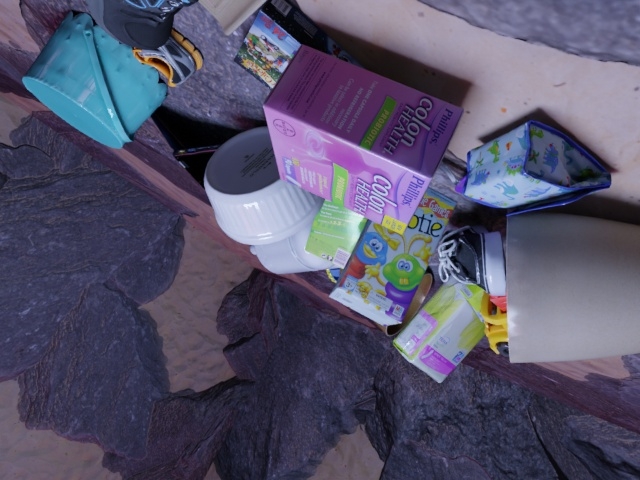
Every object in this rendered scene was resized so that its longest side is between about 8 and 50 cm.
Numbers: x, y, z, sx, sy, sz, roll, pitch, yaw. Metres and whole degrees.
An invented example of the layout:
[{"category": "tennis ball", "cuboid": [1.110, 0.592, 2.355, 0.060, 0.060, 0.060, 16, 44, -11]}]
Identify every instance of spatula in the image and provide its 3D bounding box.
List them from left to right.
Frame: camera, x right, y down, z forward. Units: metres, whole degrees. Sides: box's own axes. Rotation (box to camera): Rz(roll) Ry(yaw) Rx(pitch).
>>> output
[{"category": "spatula", "cuboid": [0.197, -0.137, 0.741, 0.296, 0.030, 0.084, 27, 168, 6]}]

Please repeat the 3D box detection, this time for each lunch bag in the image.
[{"category": "lunch bag", "cuboid": [0.305, -0.089, 0.601, 0.151, 0.096, 0.129, 14, 170, -18]}]

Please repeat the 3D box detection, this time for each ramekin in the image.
[{"category": "ramekin", "cuboid": [-0.128, -0.134, 0.921, 0.272, 0.273, 0.127, 20, 151, 30]}]

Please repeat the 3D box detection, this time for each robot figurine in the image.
[{"category": "robot figurine", "cuboid": [-0.058, -0.005, 1.251, 0.353, 0.200, 0.300, -12, 140, 45]}]

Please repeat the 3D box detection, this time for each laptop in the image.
[{"category": "laptop", "cuboid": [-0.279, -0.252, 1.258, 0.407, 0.236, 0.382, -5, 157, 11]}]

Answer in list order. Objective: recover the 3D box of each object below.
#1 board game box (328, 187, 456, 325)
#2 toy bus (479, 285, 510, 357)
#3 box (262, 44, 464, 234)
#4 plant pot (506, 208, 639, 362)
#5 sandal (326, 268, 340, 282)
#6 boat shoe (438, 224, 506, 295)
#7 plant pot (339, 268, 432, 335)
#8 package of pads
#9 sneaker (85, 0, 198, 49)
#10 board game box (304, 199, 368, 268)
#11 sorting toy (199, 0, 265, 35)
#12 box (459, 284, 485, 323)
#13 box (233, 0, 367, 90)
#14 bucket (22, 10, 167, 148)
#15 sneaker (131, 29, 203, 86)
[{"category": "board game box", "cuboid": [0.149, 0.022, 0.884, 0.142, 0.275, 0.144, 28, 165, 1]}, {"category": "toy bus", "cuboid": [0.455, 0.164, 0.986, 0.211, 0.149, 0.220, 34, 146, -17]}, {"category": "box", "cuboid": [0.057, -0.140, 0.642, 0.243, 0.117, 0.213, 25, 164, 8]}, {"category": "plant pot", "cuboid": [0.441, 0.072, 0.647, 0.274, 0.257, 0.256, -1, 153, 27]}, {"category": "sandal", "cuboid": [0.081, 0.081, 1.530, 0.138, 0.126, 0.317, 9, 157, 43]}, {"category": "boat shoe", "cuboid": [0.272, 0.026, 0.782, 0.104, 0.113, 0.306, -5, -166, 13]}, {"category": "plant pot", "cuboid": [0.191, 0.142, 1.374, 0.254, 0.237, 0.237, 34, 170, 30]}, {"category": "package of pads", "cuboid": [0.376, 0.256, 1.235, 0.229, 0.296, 0.101, 40, -179, -39]}, {"category": "sneaker", "cuboid": [-0.200, -0.322, 0.509, 0.139, 0.125, 0.341, 34, 164, -12]}, {"category": "board game box", "cuboid": [0.052, -0.057, 1.019, 0.124, 0.039, 0.259, 26, 126, 10]}, {"category": "sorting toy", "cuboid": [-0.131, -0.390, 0.485, 0.229, 0.041, 0.307, 42, 161, -28]}, {"category": "box", "cuboid": [0.445, 0.148, 1.103, 0.178, 0.109, 0.042, 44, -169, -45]}, {"category": "box", "cuboid": [-0.014, -0.262, 0.676, 0.233, 0.044, 0.159, 34, 164, -19]}, {"category": "bucket", "cuboid": [-0.532, -0.366, 1.003, 0.281, 0.183, 0.281, 26, 165, 7]}, {"category": "sneaker", "cuboid": [-0.329, -0.380, 0.783, 0.215, 0.083, 0.084, 35, 166, -20]}]
